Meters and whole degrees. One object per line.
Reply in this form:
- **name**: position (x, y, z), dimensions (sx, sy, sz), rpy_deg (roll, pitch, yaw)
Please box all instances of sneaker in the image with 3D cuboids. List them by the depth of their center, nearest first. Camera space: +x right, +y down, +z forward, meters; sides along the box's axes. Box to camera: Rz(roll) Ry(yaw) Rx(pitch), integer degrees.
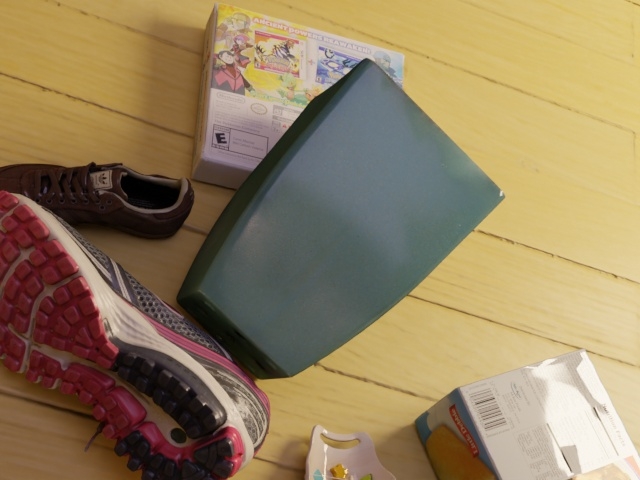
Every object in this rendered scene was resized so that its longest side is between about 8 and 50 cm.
- **sneaker**: position (-0.169, 0.080, 1.029), dimensions (0.299, 0.121, 0.112), rpy_deg (45, 25, 6)
- **sneaker**: position (-0.201, -0.046, 1.099), dimensions (0.188, 0.071, 0.066), rpy_deg (4, 61, -23)

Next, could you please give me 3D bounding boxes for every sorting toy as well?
- **sorting toy**: position (0.019, 0.192, 1.083), dimensions (0.083, 0.045, 0.075), rpy_deg (12, 51, -18)

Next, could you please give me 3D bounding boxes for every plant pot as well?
- **plant pot**: position (0.000, 0.000, 1.093), dimensions (0.166, 0.165, 0.234), rpy_deg (44, 73, -8)

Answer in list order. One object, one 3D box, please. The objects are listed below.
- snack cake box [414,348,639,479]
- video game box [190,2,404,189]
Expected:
- **snack cake box**: position (0.212, 0.242, 1.111), dimensions (0.152, 0.089, 0.264), rpy_deg (-12, 68, -31)
- **video game box**: position (-0.018, -0.124, 1.243), dimensions (0.205, 0.048, 0.187), rpy_deg (13, 60, -18)
